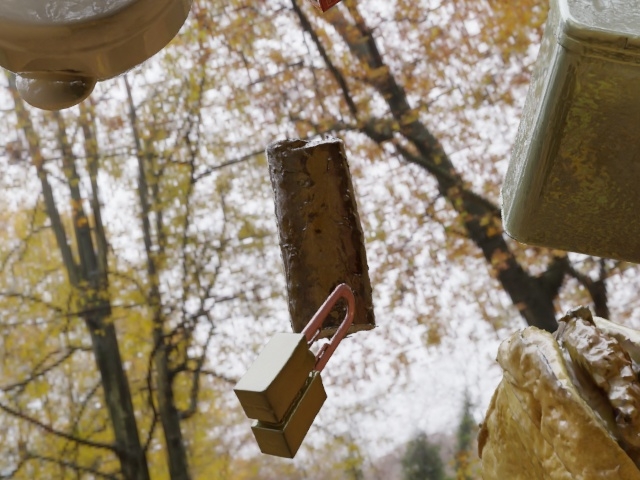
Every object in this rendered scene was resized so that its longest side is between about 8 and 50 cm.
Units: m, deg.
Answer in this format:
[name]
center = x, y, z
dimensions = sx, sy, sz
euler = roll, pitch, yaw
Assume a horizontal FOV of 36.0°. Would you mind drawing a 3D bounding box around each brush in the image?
[brush]
center = -0.015, 0.135, 1.161
dimensions = 0.047, 0.233, 0.103
euler = 1, -53, 30

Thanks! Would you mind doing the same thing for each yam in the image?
[yam]
center = 0.001, 0.000, 1.330
dimensions = 0.131, 0.279, 0.131
euler = -8, -3, 0

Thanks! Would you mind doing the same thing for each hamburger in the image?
[hamburger]
center = 0.244, 0.202, 0.855
dimensions = 0.145, 0.259, 0.283
euler = -13, -35, -9

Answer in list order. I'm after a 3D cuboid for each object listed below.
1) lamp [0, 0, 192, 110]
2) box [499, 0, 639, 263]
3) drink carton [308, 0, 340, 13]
[lamp]
center = -0.173, -0.211, 0.765
dimensions = 0.246, 0.179, 0.108
euler = -49, -14, -18
[box]
center = 0.446, -0.146, 1.330
dimensions = 0.352, 0.177, 0.343
euler = 10, -53, -1
[drink carton]
center = 0.060, -0.368, 1.149
dimensions = 0.223, 0.096, 0.071
euler = -35, -37, -12
